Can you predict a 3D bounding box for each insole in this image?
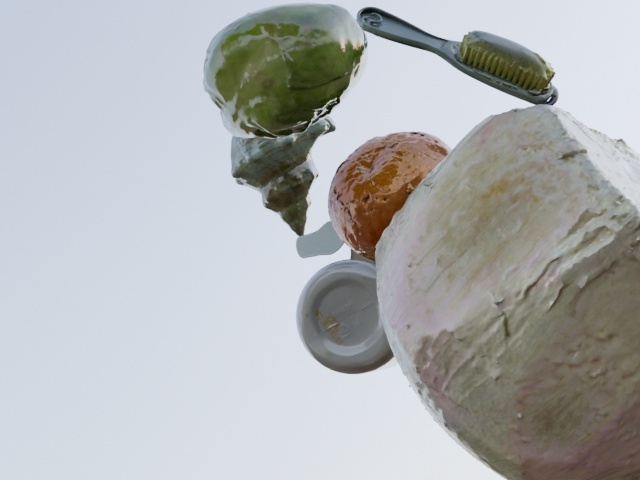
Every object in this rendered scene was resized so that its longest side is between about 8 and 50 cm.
[{"bbox_3d":[0.000,0.000,1.771,0.002,0.053,0.153,-9,-3,-34],"label":"insole"}]

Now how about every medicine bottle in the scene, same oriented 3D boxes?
[{"bbox_3d":[0.058,0.092,1.319,0.131,0.131,0.250,-28,-10,9],"label":"medicine bottle"}]

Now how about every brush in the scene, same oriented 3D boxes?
[{"bbox_3d":[0.190,-0.264,1.471,0.297,0.068,0.060,22,-42,4],"label":"brush"}]

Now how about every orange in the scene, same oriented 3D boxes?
[{"bbox_3d":[0.107,-0.053,1.441,0.193,0.193,0.161,-28,-60,9],"label":"orange"}]

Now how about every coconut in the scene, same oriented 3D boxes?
[{"bbox_3d":[0.184,0.053,0.853,0.254,0.297,0.297,-50,-36,18],"label":"coconut"}]

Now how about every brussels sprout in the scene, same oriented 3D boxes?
[{"bbox_3d":[-0.043,-0.216,1.357,0.223,0.161,0.223,-29,15,8],"label":"brussels sprout"}]

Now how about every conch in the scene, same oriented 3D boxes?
[{"bbox_3d":[-0.063,-0.199,1.908,0.203,0.386,0.170,-8,8,-43],"label":"conch"}]

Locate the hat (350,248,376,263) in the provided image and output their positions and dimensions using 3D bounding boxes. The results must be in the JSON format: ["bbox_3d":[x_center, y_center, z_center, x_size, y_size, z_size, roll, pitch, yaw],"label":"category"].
[{"bbox_3d":[0.131,0.029,1.641,0.164,0.219,0.226,2,-3,22],"label":"hat"}]
